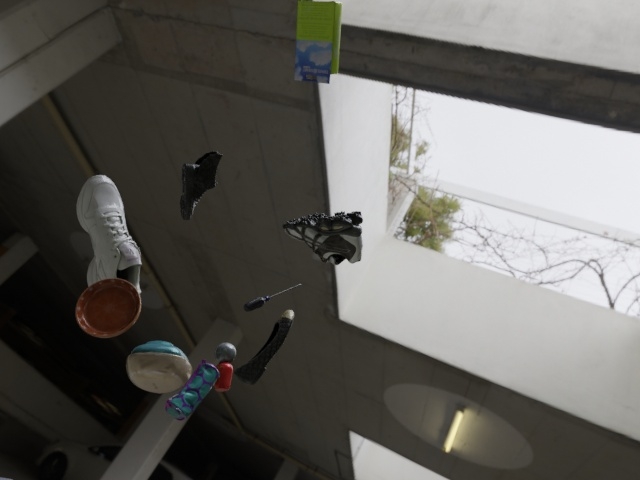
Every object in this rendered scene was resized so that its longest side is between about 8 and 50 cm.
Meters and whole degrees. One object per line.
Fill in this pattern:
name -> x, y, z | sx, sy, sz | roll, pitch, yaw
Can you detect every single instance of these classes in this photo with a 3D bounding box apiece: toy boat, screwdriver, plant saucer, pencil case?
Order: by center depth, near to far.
plant saucer -> -0.285, 0.091, 0.650 | 0.083, 0.083, 0.013 | 28, -28, 9
screwdriver -> -0.113, 0.133, 1.153 | 0.025, 0.170, 0.024 | -13, -84, 46
pencil case -> -0.332, 0.389, 1.251 | 0.064, 0.152, 0.070 | -17, -66, 42
toy boat -> -0.423, 0.379, 1.473 | 0.318, 0.148, 0.267 | 7, -32, -12

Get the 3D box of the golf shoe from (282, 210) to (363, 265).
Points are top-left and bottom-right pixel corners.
golf shoe -> 0.000, 0.000, 0.840 | 0.198, 0.077, 0.094 | 3, -71, 57

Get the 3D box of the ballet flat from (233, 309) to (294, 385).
ballet flat -> -0.107, 0.207, 0.958 | 0.049, 0.173, 0.057 | 36, -25, -4

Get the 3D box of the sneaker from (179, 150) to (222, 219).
sneaker -> -0.291, -0.132, 1.173 | 0.051, 0.089, 0.170 | 34, -58, 49

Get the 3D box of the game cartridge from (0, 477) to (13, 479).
game cartridge -> -0.686, 0.528, 0.750 | 0.230, 0.355, 0.068 | 38, -7, -38

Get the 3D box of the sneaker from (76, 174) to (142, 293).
sneaker -> -0.482, -0.004, 1.142 | 0.152, 0.114, 0.305 | 2, -78, 31

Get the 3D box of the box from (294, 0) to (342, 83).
box -> -0.007, -0.472, 1.148 | 0.109, 0.042, 0.178 | 17, -64, 29
